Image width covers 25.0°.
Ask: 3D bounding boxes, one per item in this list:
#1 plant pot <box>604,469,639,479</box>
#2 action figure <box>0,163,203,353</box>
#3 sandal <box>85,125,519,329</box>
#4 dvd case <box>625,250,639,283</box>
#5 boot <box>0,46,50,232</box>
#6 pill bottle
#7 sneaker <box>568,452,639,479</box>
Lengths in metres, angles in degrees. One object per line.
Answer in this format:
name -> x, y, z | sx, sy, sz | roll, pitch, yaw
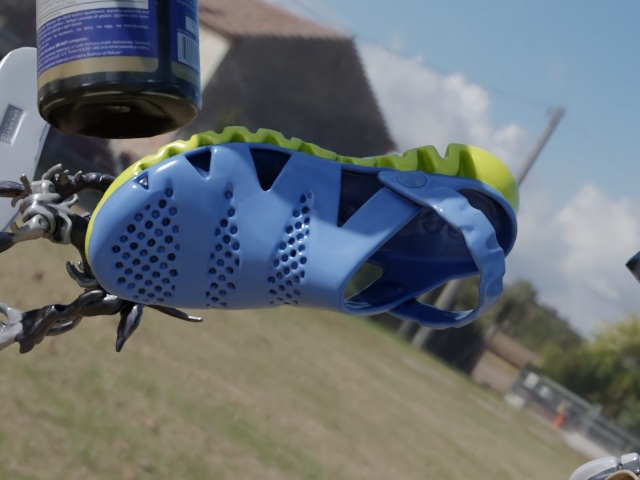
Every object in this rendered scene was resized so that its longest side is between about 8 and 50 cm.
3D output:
plant pot -> 0.158, 0.254, 0.873 | 0.032, 0.236, 0.236 | 21, 0, 1
action figure -> -0.230, 0.001, 1.194 | 0.276, 0.164, 0.141 | 33, -39, -28
sandal -> 0.000, 0.000, 0.988 | 0.317, 0.126, 0.138 | -4, 32, -10
dvd case -> 0.331, 0.110, 1.144 | 0.179, 0.029, 0.238 | 50, 7, -15
boot -> -0.328, -0.065, 1.442 | 0.095, 0.258, 0.123 | 25, -34, -7
pill bottle -> -0.153, -0.196, 1.091 | 0.123, 0.219, 0.123 | -3, -12, -1
sneaker -> 0.422, 0.313, 1.627 | 0.124, 0.321, 0.180 | 40, 39, -27
